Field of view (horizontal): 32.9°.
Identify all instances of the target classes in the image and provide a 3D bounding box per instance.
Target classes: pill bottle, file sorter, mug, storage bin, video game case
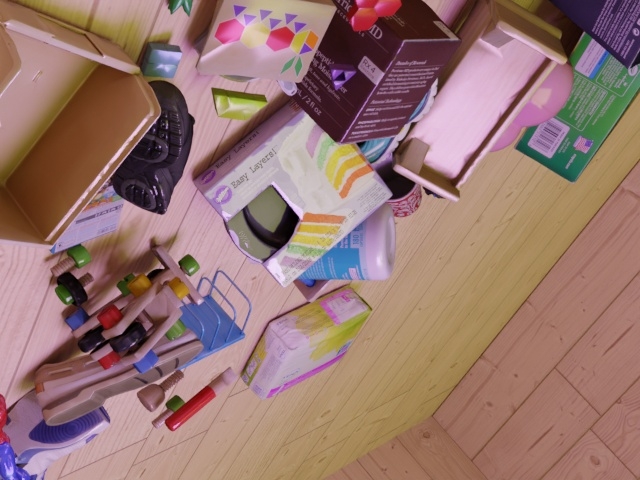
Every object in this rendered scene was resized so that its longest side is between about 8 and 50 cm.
[{"bbox_3d":[0.000,0.000,1.995,0.264,0.146,0.146,0,163,13],"label":"pill bottle"},{"bbox_3d":[-0.232,0.146,2.059,0.170,0.118,0.104,-24,150,-39],"label":"file sorter"},{"bbox_3d":[0.173,-0.123,2.255,0.150,0.113,0.169,-40,162,-1],"label":"mug"},{"bbox_3d":[-0.360,-0.131,1.286,0.260,0.123,0.262,-47,158,15],"label":"storage bin"},{"bbox_3d":[-0.341,-0.056,1.616,0.119,0.015,0.166,-24,153,-38],"label":"video game case"}]

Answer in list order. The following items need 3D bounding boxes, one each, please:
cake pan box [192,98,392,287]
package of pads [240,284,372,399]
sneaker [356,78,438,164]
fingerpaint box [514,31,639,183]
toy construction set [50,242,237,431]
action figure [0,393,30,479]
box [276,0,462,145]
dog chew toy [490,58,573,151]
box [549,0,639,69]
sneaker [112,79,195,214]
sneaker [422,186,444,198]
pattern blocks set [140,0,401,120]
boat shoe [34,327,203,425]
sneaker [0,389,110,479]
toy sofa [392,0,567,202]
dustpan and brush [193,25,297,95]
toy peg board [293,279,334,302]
[{"bbox_3d":[-0.047,-0.084,1.827,0.267,0.070,0.246,-39,120,-3],"label":"cake pan box"},{"bbox_3d":[-0.029,0.245,2.624,0.296,0.101,0.229,-24,153,-40],"label":"package of pads"},{"bbox_3d":[0.119,-0.241,1.951,0.110,0.107,0.275,-2,135,-41],"label":"sneaker"},{"bbox_3d":[0.626,-0.397,2.281,0.371,0.163,0.445,-51,170,-44],"label":"fingerpaint box"},{"bbox_3d":[-0.252,0.131,1.775,0.237,0.309,0.257,-38,167,-25],"label":"toy construction set"},{"bbox_3d":[-0.571,0.364,1.823,0.139,0.091,0.280,-13,110,-13],"label":"action figure"},{"bbox_3d":[0.072,-0.282,1.683,0.167,0.168,0.203,-14,145,-50],"label":"box"},{"bbox_3d":[0.334,-0.272,2.142,0.332,0.206,0.206,-41,161,22],"label":"dog chew toy"},{"bbox_3d":[0.566,-0.515,1.895,0.343,0.312,0.179,-30,156,-28],"label":"box"},{"bbox_3d":[-0.226,-0.151,1.503,0.130,0.109,0.286,-64,-177,-27],"label":"sneaker"},{"bbox_3d":[0.279,-0.156,2.335,0.217,0.079,0.121,-29,125,-47],"label":"sneaker"},{"bbox_3d":[-0.073,-0.282,1.491,0.325,0.026,0.285,9,130,-38],"label":"pattern blocks set"},{"bbox_3d":[-0.360,0.215,1.911,0.302,0.103,0.113,-23,161,-11],"label":"boat shoe"},{"bbox_3d":[-0.539,0.386,2.005,0.315,0.127,0.182,-31,161,-8],"label":"sneaker"},{"bbox_3d":[0.281,-0.267,1.995,0.362,0.150,0.177,-55,-163,29],"label":"toy sofa"},{"bbox_3d":[-0.082,-0.271,1.584,0.147,0.060,0.211,-42,159,1],"label":"dustpan and brush"},{"bbox_3d":[-0.021,0.005,2.113,0.161,0.160,0.079,-45,143,8],"label":"toy peg board"}]
